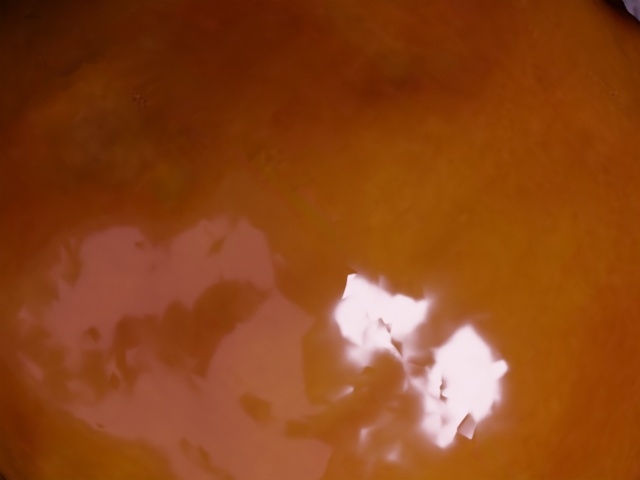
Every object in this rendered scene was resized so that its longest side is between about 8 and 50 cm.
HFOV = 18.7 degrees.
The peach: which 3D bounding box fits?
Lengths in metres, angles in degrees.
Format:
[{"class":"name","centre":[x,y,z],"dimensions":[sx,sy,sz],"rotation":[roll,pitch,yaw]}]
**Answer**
[{"class":"peach","centre":[0.000,0.000,0.763],"dimensions":[0.343,0.343,0.302],"rotation":[42,89,-3]}]
